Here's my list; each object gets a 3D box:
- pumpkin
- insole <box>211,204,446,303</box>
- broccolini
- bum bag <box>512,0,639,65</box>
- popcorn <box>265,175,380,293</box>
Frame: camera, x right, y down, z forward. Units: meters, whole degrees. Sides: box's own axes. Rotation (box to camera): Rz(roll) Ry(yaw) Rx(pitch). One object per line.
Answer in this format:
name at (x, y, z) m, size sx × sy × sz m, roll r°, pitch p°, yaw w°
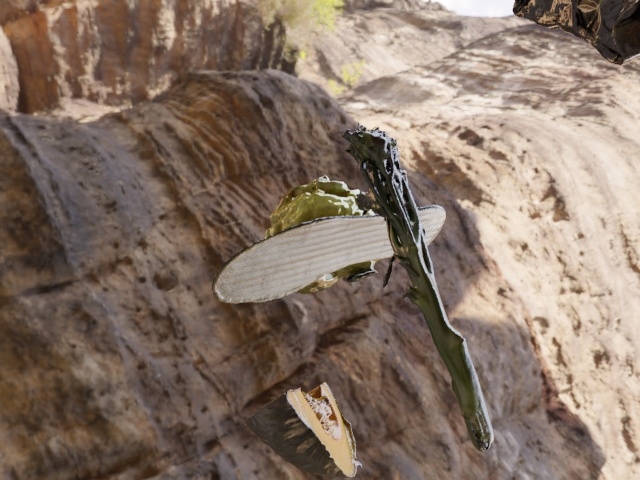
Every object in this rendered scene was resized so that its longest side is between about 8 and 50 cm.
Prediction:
pumpkin at (-0.025, 0.331, 1.019) m, size 0.163 × 0.111 × 0.278 m, roll 61°, pitch 7°, yaw 16°
insole at (0.027, 0.011, 0.759) m, size 0.009 × 0.348 × 0.119 m, roll 51°, pitch -44°, yaw 32°
broccolini at (0.081, 0.038, 0.522) m, size 0.062 × 0.123 × 0.272 m, roll -22°, pitch -95°, yaw 17°
bum bag at (0.409, -0.348, 0.916) m, size 0.095 × 0.144 × 0.340 m, roll 46°, pitch 12°, yaw -31°
popcorn at (-0.003, -0.008, 1.384) m, size 0.293 × 0.292 × 0.237 m, roll -25°, pitch -96°, yaw 54°
